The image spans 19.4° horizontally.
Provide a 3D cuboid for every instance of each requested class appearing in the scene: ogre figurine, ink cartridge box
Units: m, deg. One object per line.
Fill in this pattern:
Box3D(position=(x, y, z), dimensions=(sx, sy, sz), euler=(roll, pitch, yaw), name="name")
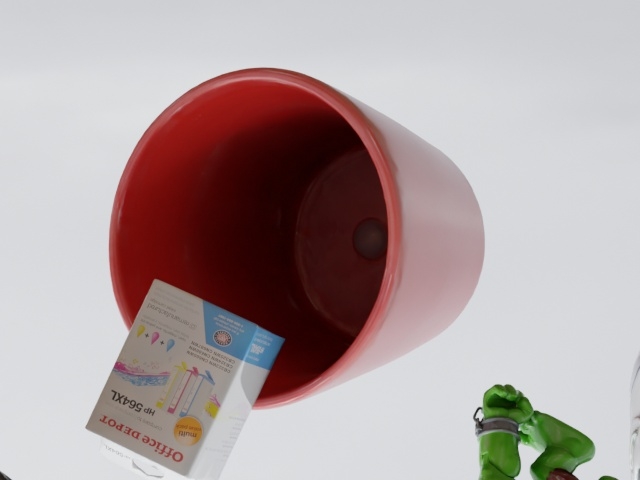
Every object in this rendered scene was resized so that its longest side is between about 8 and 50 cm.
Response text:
Box3D(position=(0.179, 0.208, 1.407), dimensions=(0.097, 0.197, 0.118), euler=(-11, -151, 39), name="ogre figurine")
Box3D(position=(-0.105, 0.116, 1.417), dimensions=(0.092, 0.143, 0.090), euler=(24, 176, 14), name="ink cartridge box")

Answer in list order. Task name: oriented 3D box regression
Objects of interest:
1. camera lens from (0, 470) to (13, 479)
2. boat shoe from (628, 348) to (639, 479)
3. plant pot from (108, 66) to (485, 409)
Box3D(position=(-0.301, 0.284, 1.257), dimensions=(0.219, 0.274, 0.219), euler=(37, -164, -13), name="camera lens")
Box3D(position=(0.305, 0.179, 1.598), dimensions=(0.083, 0.226, 0.076), euler=(0, -149, 9), name="boat shoe")
Box3D(position=(0.000, 0.000, 1.566), dimensions=(0.275, 0.275, 0.243), euler=(8, -176, 29), name="plant pot")
